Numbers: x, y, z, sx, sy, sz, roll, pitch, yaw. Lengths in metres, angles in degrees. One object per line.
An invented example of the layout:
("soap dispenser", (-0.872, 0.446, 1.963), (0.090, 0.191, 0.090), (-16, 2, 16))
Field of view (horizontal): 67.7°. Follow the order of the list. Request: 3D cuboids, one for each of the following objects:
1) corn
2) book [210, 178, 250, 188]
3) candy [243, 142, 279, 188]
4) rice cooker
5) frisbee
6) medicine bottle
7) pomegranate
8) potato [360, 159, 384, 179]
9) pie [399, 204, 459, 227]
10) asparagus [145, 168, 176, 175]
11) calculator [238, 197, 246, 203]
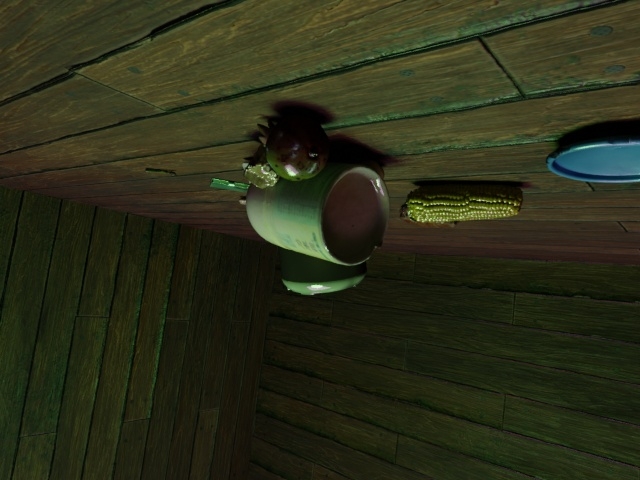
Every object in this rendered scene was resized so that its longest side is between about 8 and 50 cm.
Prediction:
("corn", (0.380, -0.104, 1.282), (0.305, 0.106, 0.106), (-1, 171, 29))
("book", (-0.318, -0.192, 1.681), (0.134, 0.017, 0.103), (9, 175, -17))
("candy", (-0.126, -0.181, 1.108), (0.085, 0.110, 0.095), (31, 152, -28))
("rice cooker", (0.000, 0.000, 1.697), (0.334, 0.326, 0.335), (-7, -172, 1))
("frisbee", (0.541, -0.154, 0.864), (0.241, 0.045, 0.242), (7, 175, 1))
("medicine bottle", (-0.049, -0.090, 1.220), (0.235, 0.236, 0.406), (13, -179, -44))
("pomegranate", (-0.052, -0.193, 0.939), (0.129, 0.159, 0.129), (-17, 142, -14))
("potato", (0.125, -0.166, 1.195), (0.062, 0.068, 0.083), (46, 173, 22))
("pie", (0.384, -0.085, 1.686), (0.218, 0.054, 0.204), (12, 172, -35))
("asparagus", (-0.531, -0.229, 1.593), (0.114, 0.015, 0.014), (7, 172, 11))
("calculator", (-0.272, -0.155, 1.969), (0.103, 0.024, 0.166), (5, 176, 28))
